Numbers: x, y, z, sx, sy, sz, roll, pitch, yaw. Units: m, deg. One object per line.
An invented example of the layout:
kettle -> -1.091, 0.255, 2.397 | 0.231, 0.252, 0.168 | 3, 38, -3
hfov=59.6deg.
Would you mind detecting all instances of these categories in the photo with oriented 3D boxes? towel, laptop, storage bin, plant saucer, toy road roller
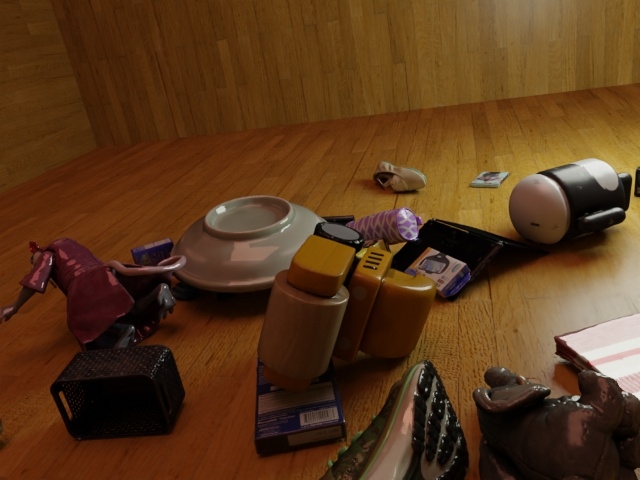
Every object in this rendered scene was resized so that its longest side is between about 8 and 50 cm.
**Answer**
towel -> 0.532, 0.204, 0.793 | 0.236, 0.037, 0.329 | -13, 24, -11
laptop -> 0.330, 0.043, 1.283 | 0.264, 0.137, 0.234 | -45, 32, -12
storage bin -> -0.331, 0.251, 0.927 | 0.180, 0.122, 0.084 | -7, 23, 8
plant saucer -> -0.164, -0.023, 1.333 | 0.400, 0.101, 0.400 | -4, 27, 2
toy road roller -> 0.058, 0.115, 0.937 | 0.240, 0.203, 0.329 | 18, 20, 10

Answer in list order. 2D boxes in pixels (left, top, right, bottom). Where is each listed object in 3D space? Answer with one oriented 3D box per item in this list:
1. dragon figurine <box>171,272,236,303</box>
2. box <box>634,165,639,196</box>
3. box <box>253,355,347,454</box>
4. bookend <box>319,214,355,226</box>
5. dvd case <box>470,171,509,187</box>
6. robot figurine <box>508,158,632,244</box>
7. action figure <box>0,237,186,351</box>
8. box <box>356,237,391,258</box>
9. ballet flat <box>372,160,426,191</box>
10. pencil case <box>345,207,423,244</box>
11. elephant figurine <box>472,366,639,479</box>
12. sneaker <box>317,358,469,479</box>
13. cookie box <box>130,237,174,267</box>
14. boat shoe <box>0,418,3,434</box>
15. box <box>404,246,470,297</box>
dragon figurine -> -0.324, 0.088, 1.357 | 0.289, 0.085, 0.144 | 0, 24, 19
box -> 0.927, -0.166, 1.440 | 0.180, 0.078, 0.147 | -24, 27, -30
box -> -0.038, 0.250, 0.918 | 0.136, 0.037, 0.225 | -10, 22, -1
bookend -> 0.000, 0.000, 1.445 | 0.156, 0.072, 0.157 | -2, 25, 18
dvd case -> 0.531, -0.191, 1.748 | 0.087, 0.013, 0.119 | 7, 29, 35
robot figurine -> 0.575, -0.088, 1.291 | 0.278, 0.174, 0.209 | -15, -12, -13
action figure -> -0.510, 0.082, 1.191 | 0.370, 0.276, 0.248 | 33, 23, 21
box -> 0.059, 0.066, 1.262 | 0.232, 0.058, 0.087 | -32, 16, -39
ballet flat -> 0.247, -0.197, 1.819 | 0.086, 0.086, 0.248 | -19, 23, -20
pencil case -> 0.148, -0.026, 1.365 | 0.088, 0.086, 0.206 | -24, 8, -41
elephant figurine -> 0.261, 0.240, 0.710 | 0.239, 0.186, 0.170 | 0, 66, 49
sneaker -> 0.055, 0.285, 0.690 | 0.182, 0.158, 0.410 | -17, 11, 32
cookie box -> -0.436, 0.053, 1.481 | 0.107, 0.092, 0.040 | -18, 27, -21
boat shoe -> -0.596, 0.336, 0.937 | 0.135, 0.045, 0.050 | -15, 33, -5
box -> 0.249, 0.068, 1.175 | 0.081, 0.028, 0.136 | -44, 31, -11
